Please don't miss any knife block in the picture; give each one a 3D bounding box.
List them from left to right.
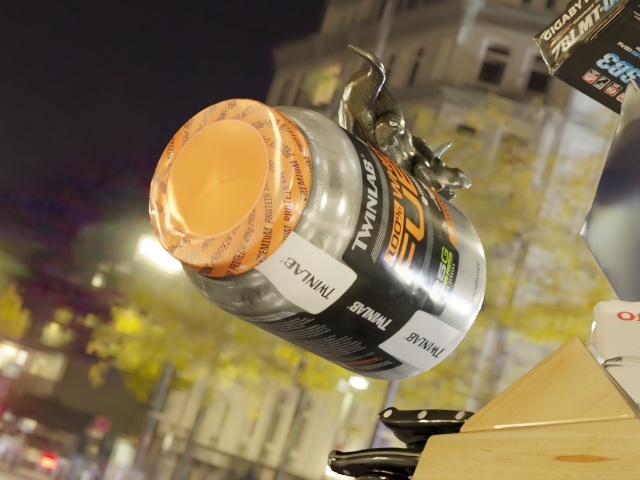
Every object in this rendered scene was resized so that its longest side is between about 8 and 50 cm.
[{"bbox_3d":[0.095,0.181,0.912,0.088,0.242,0.276,45,8,-29],"label":"knife block"}]

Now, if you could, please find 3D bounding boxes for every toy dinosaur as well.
[{"bbox_3d":[0.070,-0.116,1.932,0.313,0.121,0.160,47,11,-40],"label":"toy dinosaur"}]

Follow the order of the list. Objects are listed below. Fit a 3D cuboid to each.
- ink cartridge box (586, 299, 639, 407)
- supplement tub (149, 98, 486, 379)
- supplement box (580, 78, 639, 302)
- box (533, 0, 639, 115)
[{"bbox_3d":[0.316,0.161,1.394,0.172,0.100,0.237,5,33,1],"label":"ink cartridge box"},{"bbox_3d":[0.000,0.000,1.500,0.193,0.194,0.316,11,-11,37],"label":"supplement tub"},{"bbox_3d":[0.475,-0.026,1.656,0.356,0.194,0.195,2,34,-16],"label":"supplement box"},{"bbox_3d":[0.427,-0.233,1.736,0.295,0.073,0.293,24,-54,-35],"label":"box"}]
